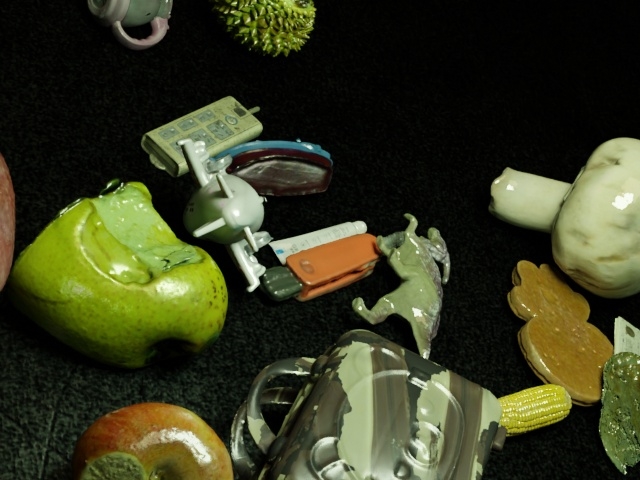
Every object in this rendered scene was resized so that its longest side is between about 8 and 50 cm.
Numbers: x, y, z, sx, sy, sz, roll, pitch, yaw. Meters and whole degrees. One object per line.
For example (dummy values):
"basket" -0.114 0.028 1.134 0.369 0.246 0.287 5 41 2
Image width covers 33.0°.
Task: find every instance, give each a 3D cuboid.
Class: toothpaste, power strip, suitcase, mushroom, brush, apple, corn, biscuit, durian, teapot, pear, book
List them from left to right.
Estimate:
"pear" -0.262 0.067 1.479 0.255 0.164 0.238 43 41 10
"teapot" -0.331 -0.427 1.945 0.146 0.116 0.148 -2 47 -45
"apple" -0.201 0.279 1.302 0.195 0.173 0.160 29 44 -9
"power strip" -0.190 -0.186 1.852 0.092 0.034 0.268 43 43 13
"durian" -0.107 -0.456 2.054 0.200 0.176 0.236 -8 49 -24
"toothpaste" 0.000 0.000 1.794 0.190 0.031 0.048 -17 63 -37
"brush" 0.032 0.040 1.762 0.323 0.051 0.070 -17 54 -37
"suitcase" 0.046 0.290 1.428 0.339 0.194 0.351 26 41 3
"corn" 0.314 0.269 1.693 0.206 0.067 0.067 -7 55 -34
"biscuit" 0.413 0.160 1.873 0.202 0.044 0.288 4 48 -32
"mushroom" 0.485 -0.057 1.975 0.336 0.314 0.314 20 38 21
"book" 0.587 0.227 1.908 0.182 0.014 0.127 36 40 -14

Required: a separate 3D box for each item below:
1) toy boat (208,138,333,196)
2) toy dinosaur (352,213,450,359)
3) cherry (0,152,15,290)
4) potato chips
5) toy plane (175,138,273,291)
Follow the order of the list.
"toy boat" -0.084 -0.127 1.819 0.223 0.100 0.097 1 26 -30
"toy dinosaur" 0.152 0.066 1.763 0.162 0.077 0.294 41 50 -23
"cherry" -0.515 -0.035 1.387 0.307 0.221 0.261 50 51 2
"potato chips" 0.511 0.287 1.796 0.142 0.026 0.209 43 54 -17
"toy plane" -0.147 -0.042 1.622 0.118 0.252 0.252 -27 63 -9
